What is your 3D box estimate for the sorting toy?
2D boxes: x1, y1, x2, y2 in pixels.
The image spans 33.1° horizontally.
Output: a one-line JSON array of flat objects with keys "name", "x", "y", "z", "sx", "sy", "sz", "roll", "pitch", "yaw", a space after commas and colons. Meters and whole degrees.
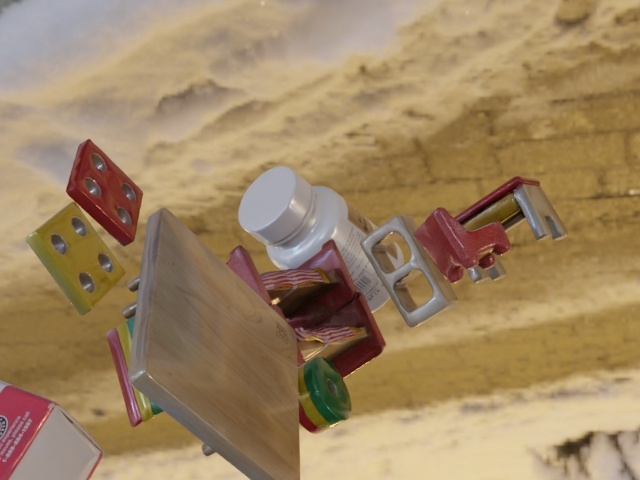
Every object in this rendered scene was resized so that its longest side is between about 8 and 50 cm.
[{"name": "sorting toy", "x": -0.074, "y": 0.066, "z": 0.615, "sx": 0.046, "sy": 0.132, "sz": 0.274, "roll": -29, "pitch": 126, "yaw": 20}]

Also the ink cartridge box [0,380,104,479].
[{"name": "ink cartridge box", "x": -0.427, "y": 0.254, "z": 1.169, "sx": 0.306, "sy": 0.226, "sz": 0.131, "roll": 13, "pitch": 151, "yaw": 31}]

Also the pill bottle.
[{"name": "pill bottle", "x": 0.000, "y": 0.000, "z": 1.483, "sx": 0.131, "sy": 0.131, "sz": 0.229, "roll": -16, "pitch": 140, "yaw": 38}]

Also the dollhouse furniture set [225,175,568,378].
[{"name": "dollhouse furniture set", "x": 0.051, "y": 0.028, "z": 1.170, "sx": 0.374, "sy": 0.152, "sz": 0.201, "roll": -36, "pitch": 164, "yaw": 26}]
